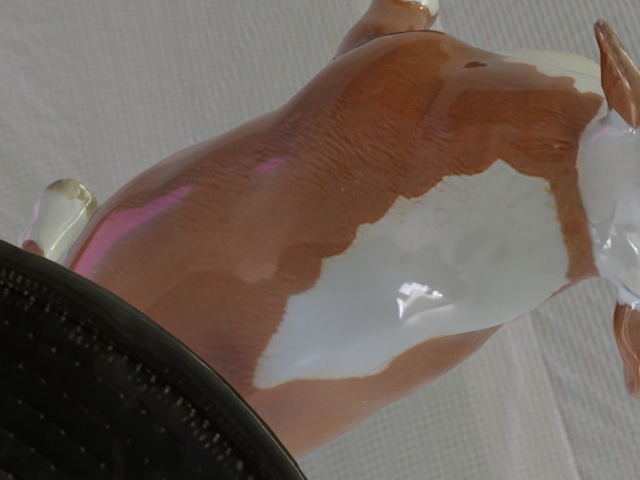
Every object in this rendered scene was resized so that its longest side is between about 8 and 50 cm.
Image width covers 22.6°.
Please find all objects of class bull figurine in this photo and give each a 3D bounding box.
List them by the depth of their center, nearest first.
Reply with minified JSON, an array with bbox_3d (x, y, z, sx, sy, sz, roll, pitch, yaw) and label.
[{"bbox_3d":[0.000,0.000,0.477,0.310,0.101,0.188,-29,-156,23],"label":"bull figurine"}]

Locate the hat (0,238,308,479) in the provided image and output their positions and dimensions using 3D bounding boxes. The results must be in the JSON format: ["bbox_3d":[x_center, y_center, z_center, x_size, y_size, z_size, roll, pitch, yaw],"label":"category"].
[{"bbox_3d":[-0.139,0.156,0.322,0.331,0.134,0.331,1,-79,3],"label":"hat"}]
